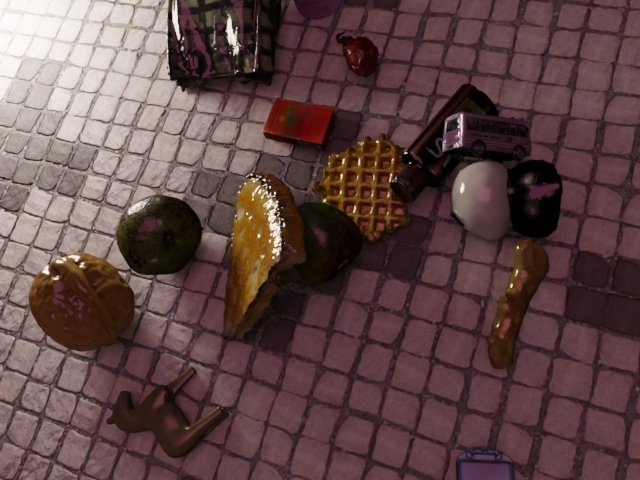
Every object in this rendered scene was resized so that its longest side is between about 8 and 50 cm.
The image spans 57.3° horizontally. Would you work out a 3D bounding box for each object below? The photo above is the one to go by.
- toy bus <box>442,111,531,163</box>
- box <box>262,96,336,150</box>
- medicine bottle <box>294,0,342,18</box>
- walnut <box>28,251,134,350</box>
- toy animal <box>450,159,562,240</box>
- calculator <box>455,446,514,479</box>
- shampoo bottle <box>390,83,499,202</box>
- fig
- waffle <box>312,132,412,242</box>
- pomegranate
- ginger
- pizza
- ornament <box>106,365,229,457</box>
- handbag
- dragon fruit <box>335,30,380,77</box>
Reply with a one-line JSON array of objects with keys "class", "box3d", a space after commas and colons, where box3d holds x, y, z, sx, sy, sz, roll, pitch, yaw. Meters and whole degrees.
[{"class": "toy bus", "box3d": [0.389, -0.239, 1.368, 0.199, 0.096, 0.108, 2, 87, -21]}, {"class": "box", "box3d": [-0.056, -0.314, 1.579, 0.175, 0.048, 0.112, 16, 78, 17]}, {"class": "medicine bottle", "box3d": [-0.030, -0.750, 1.607, 0.152, 0.254, 0.152, -4, 72, 12]}, {"class": "walnut", "box3d": [-0.588, 0.155, 1.460, 0.257, 0.257, 0.224, 36, 51, 21]}, {"class": "toy animal", "box3d": [0.416, -0.095, 1.336, 0.235, 0.165, 0.187, -2, 67, 14]}, {"class": "calculator", "box3d": [0.342, 0.537, 1.210, 0.121, 0.039, 0.210, -3, 72, 14]}, {"class": "shampoo bottle", "box3d": [0.295, -0.232, 1.424, 0.129, 0.084, 0.323, 44, 76, -7]}, {"class": "fig", "box3d": [0.000, 0.000, 1.383, 0.181, 0.181, 0.191, -35, 96, 0]}, {"class": "waffle", "box3d": [0.128, -0.138, 1.478, 0.291, 0.051, 0.291, -4, 72, 14]}, {"class": "pomegranate", "box3d": [-0.422, -0.021, 1.511, 0.214, 0.214, 0.248, -52, 32, -7]}, {"class": "ginger", "box3d": [0.434, 0.141, 1.294, 0.065, 0.118, 0.298, 8, 75, 55]}, {"class": "pizza", "box3d": [-0.125, 0.014, 1.347, 0.080, 0.392, 0.434, 9, 77, -24]}, {"class": "ornament", "box3d": [-0.379, 0.415, 1.406, 0.245, 0.061, 0.230, -41, 66, -6]}, {"class": "handbag", "box3d": [-0.279, -0.603, 1.676, 0.325, 0.162, 0.327, -1, 80, 16]}, {"class": "dragon fruit", "box3d": [0.096, -0.523, 1.592, 0.094, 0.094, 0.190, -29, 59, 2]}]
